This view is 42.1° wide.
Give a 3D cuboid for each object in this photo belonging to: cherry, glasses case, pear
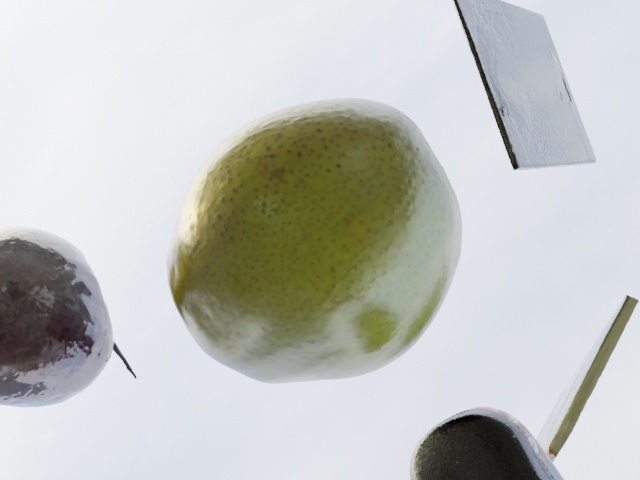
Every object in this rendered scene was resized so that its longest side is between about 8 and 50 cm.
[{"bbox_3d":[-0.341,0.087,0.936,0.213,0.266,0.183,52,-59,34],"label":"cherry"},{"bbox_3d":[0.193,0.297,0.721,0.122,0.082,0.321,-39,-105,30],"label":"glasses case"},{"bbox_3d":[0.000,0.000,0.804,0.294,0.294,0.294,-5,-110,14],"label":"pear"}]

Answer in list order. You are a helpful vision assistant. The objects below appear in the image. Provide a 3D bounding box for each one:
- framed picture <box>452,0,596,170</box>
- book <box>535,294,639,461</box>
[{"bbox_3d":[0.283,-0.213,1.124,0.013,0.324,0.244,-22,-97,34],"label":"framed picture"},{"bbox_3d":[0.285,0.227,1.011,0.018,0.322,0.228,30,-122,17],"label":"book"}]
